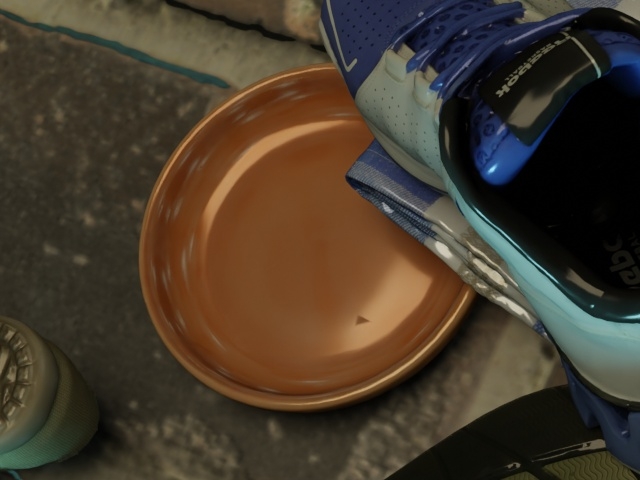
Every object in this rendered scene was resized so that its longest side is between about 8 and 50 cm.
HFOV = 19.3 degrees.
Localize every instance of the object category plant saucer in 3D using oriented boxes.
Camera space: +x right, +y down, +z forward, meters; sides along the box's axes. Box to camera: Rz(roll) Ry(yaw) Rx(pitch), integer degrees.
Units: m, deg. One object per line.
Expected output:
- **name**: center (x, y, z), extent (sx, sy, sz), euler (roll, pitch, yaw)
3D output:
- **plant saucer**: center (0.000, 0.000, 1.012), extent (0.200, 0.037, 0.200), euler (-7, 67, 17)

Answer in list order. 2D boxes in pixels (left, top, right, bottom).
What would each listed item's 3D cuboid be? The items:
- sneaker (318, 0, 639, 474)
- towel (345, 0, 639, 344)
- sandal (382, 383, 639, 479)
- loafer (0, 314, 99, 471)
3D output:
- **sneaker**: center (0.101, -0.058, 0.835), extent (0.127, 0.182, 0.315), euler (-31, 54, -2)
- **towel**: center (0.175, -0.029, 0.930), extent (0.285, 0.034, 0.209), euler (38, 81, 26)
- **sandal**: center (0.077, 0.156, 0.895), extent (0.303, 0.086, 0.120), euler (-24, 53, 25)
- **loafer**: center (-0.229, 0.088, 1.032), extent (0.269, 0.092, 0.102), euler (6, 68, 39)
